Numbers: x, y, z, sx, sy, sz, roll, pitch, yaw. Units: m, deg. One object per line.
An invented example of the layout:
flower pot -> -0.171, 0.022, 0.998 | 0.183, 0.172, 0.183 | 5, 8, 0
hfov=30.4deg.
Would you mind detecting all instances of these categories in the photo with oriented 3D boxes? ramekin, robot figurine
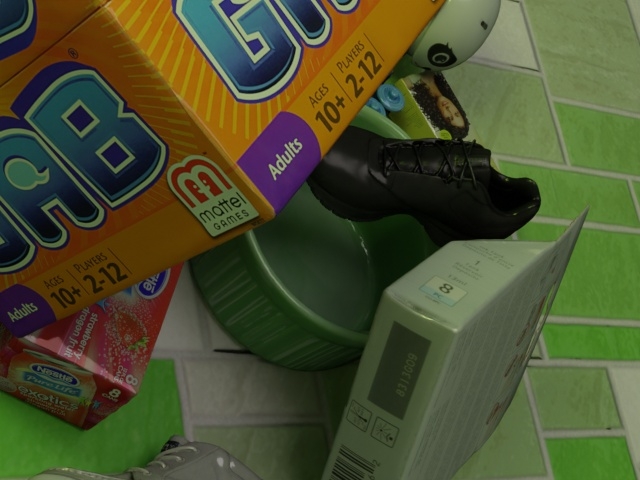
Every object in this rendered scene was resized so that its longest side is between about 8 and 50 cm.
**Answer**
ramekin -> 0.000, 0.000, 1.329 | 0.303, 0.148, 0.303 | 17, 57, -29
robot figurine -> 0.102, -0.341, 1.558 | 0.278, 0.173, 0.209 | 34, 44, 3

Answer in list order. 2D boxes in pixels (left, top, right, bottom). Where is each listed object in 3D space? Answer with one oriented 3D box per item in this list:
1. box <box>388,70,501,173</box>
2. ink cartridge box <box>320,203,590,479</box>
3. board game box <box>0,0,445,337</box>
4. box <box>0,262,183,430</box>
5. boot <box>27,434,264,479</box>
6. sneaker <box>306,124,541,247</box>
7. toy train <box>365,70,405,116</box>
box -> 0.175, -0.116, 1.585 | 0.087, 0.058, 0.232 | -26, 84, -43
ink cartridge box -> 0.149, 0.128, 1.284 | 0.091, 0.308, 0.385 | 27, 31, 20
board game box -> -0.175, -0.200, 0.964 | 0.356, 0.356, 0.356 | 51, 45, -16
box -> -0.220, 0.037, 1.161 | 0.128, 0.122, 0.257 | 31, 51, -20
boot -> -0.162, 0.242, 1.128 | 0.258, 0.095, 0.123 | 32, 44, -30
sneaker -> 0.112, -0.072, 1.262 | 0.286, 0.130, 0.109 | 16, 60, -29
toy train -> 0.029, -0.172, 1.495 | 0.105, 0.080, 0.184 | 48, 47, 3
